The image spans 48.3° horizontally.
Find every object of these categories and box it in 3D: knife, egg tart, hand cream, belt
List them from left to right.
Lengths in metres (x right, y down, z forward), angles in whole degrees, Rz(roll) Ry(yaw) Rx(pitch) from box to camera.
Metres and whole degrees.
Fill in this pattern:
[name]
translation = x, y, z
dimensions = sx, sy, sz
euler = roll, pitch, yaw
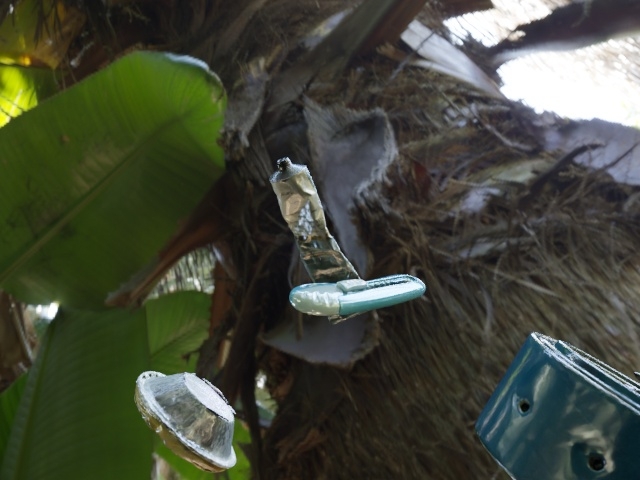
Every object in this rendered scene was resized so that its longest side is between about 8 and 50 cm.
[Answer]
[egg tart]
translation = -0.224, 0.306, 1.259
dimensions = 0.094, 0.234, 0.234
euler = -45, -51, 0
[hand cream]
translation = 0.001, 0.000, 0.954
dimensions = 0.075, 0.052, 0.248
euler = -9, -61, 35
[knife]
translation = 0.050, 0.057, 0.821
dimensions = 0.222, 0.064, 0.031
euler = -4, -68, -49
[belt]
translation = 0.394, 0.269, 0.795
dimensions = 0.300, 0.436, 0.173
euler = 15, -71, -56
